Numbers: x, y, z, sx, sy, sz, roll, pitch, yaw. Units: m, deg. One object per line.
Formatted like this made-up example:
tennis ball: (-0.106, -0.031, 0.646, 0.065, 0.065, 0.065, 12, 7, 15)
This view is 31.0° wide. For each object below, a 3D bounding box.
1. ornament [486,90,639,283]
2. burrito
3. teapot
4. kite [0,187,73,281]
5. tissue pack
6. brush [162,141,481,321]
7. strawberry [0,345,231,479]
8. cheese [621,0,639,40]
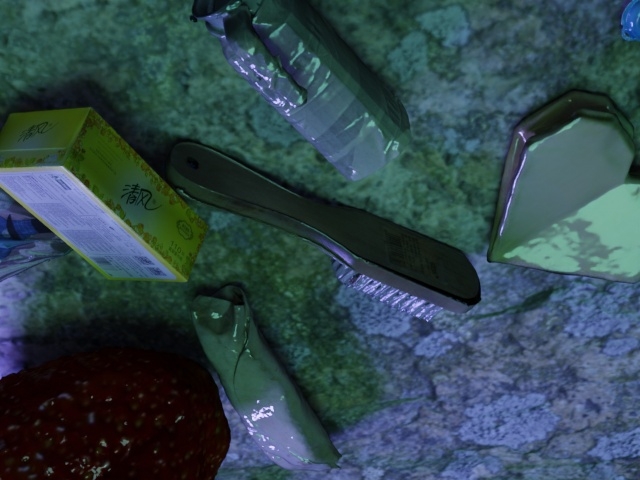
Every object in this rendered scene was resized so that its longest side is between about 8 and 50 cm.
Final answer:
ornament: (0.227, -0.030, 1.063, 0.180, 0.059, 0.201, -32, 123, 20)
burrito: (-0.054, 0.153, 1.176, 0.082, 0.059, 0.275, -8, 132, 19)
teapot: (-0.014, -0.128, 0.914, 0.077, 0.107, 0.200, -32, 126, 23)
kite: (-0.367, 0.005, 0.980, 0.368, 0.014, 0.406, -2, 149, -26)
tissue pack: (-0.183, -0.035, 0.962, 0.095, 0.062, 0.176, 0, 147, 34)
brush: (0.000, 0.000, 1.056, 0.327, 0.070, 0.065, 23, 134, -22)
strawberry: (-0.214, 0.218, 1.113, 0.277, 0.257, 0.257, -33, 128, -1)
cheese: (0.294, -0.202, 0.948, 0.111, 0.017, 0.047, -38, 127, 23)
